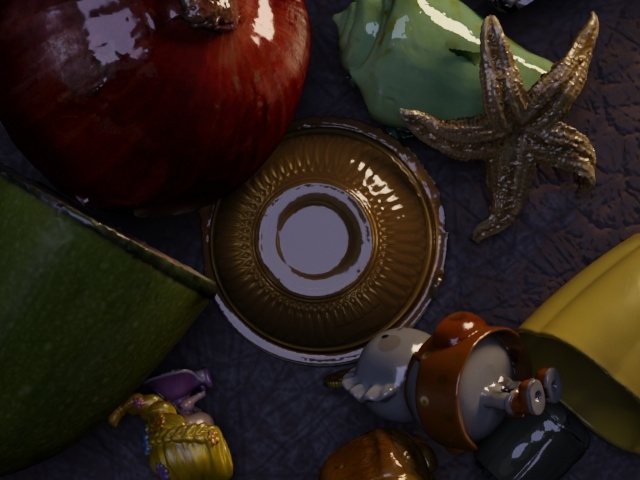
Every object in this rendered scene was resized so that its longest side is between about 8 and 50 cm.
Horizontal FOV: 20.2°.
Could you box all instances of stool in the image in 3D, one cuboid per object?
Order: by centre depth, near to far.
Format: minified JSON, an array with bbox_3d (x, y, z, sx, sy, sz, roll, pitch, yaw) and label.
[{"bbox_3d":[0.218,0.213,1.861,0.096,0.096,0.110,41,91,7],"label":"stool"}]

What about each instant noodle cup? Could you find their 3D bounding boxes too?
[{"bbox_3d":[0.000,0.000,1.880,0.274,0.091,0.274,0,90,5],"label":"instant noodle cup"}]

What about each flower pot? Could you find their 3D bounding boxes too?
[{"bbox_3d":[0.325,0.096,1.837,0.195,0.195,0.179,40,73,7],"label":"flower pot"}]

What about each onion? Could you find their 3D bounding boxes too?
[{"bbox_3d":[-0.181,-0.178,1.806,0.341,0.341,0.341,0,82,2],"label":"onion"}]

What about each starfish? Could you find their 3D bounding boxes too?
[{"bbox_3d":[0.200,-0.122,1.875,0.236,0.062,0.277,22,109,-17],"label":"starfish"}]

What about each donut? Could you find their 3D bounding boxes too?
[{"bbox_3d":[0.080,0.296,1.797,0.114,0.226,0.226,-21,82,9],"label":"donut"}]

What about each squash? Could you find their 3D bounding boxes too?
[{"bbox_3d":[-0.307,0.102,1.796,0.310,0.310,0.309,30,87,6],"label":"squash"}]

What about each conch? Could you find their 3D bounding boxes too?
[{"bbox_3d":[0.125,-0.180,1.918,0.250,0.137,0.143,37,57,-12],"label":"conch"}]

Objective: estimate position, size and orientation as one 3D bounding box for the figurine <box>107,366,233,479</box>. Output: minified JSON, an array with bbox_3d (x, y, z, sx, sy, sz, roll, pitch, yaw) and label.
[{"bbox_3d":[-0.155,0.217,1.871,0.115,0.095,0.156,-13,78,-11],"label":"figurine"}]

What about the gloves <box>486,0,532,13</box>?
[{"bbox_3d":[0.196,-0.410,1.918,0.210,0.135,0.312,-40,75,23],"label":"gloves"}]

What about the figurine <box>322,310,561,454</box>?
[{"bbox_3d":[0.118,0.150,1.823,0.271,0.143,0.143,-18,79,42],"label":"figurine"}]
